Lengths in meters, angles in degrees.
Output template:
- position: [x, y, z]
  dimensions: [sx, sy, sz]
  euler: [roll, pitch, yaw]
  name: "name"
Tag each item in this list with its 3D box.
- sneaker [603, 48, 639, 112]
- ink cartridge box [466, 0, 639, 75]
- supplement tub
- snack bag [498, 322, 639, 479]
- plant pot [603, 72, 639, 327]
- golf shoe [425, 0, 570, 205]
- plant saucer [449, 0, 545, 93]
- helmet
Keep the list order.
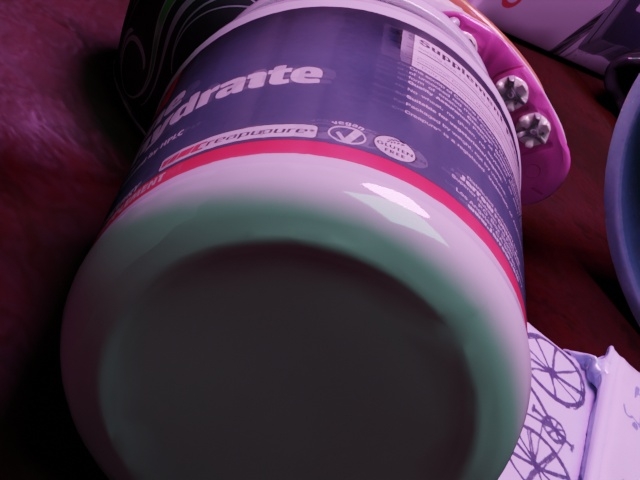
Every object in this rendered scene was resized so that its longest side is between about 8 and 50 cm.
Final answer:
- position: [0.389, -0.089, 1.468]
  dimensions: [0.146, 0.102, 0.293]
  euler: [0, 43, -48]
  name: "sneaker"
- position: [0.325, -0.334, 1.530]
  dimensions: [0.395, 0.285, 0.166]
  euler: [13, 38, -44]
  name: "ink cartridge box"
- position: [0.000, 0.000, 0.677]
  dimensions: [0.191, 0.191, 0.272]
  euler: [35, 26, -13]
  name: "supplement tub"
- position: [0.156, 0.146, 0.846]
  dimensions: [0.342, 0.037, 0.323]
  euler: [39, 26, -5]
  name: "snack bag"
- position: [0.457, -0.040, 1.130]
  dimensions: [0.334, 0.341, 0.341]
  euler: [-12, 57, -46]
  name: "plant pot"
- position: [0.072, -0.152, 1.106]
  dimensions: [0.306, 0.115, 0.140]
  euler: [41, 23, -3]
  name: "golf shoe"
- position: [0.111, -0.167, 1.262]
  dimensions: [0.200, 0.037, 0.200]
  euler: [31, 28, -19]
  name: "plant saucer"
- position: [-0.030, -0.126, 0.863]
  dimensions: [0.169, 0.161, 0.169]
  euler: [32, 28, -19]
  name: "helmet"
